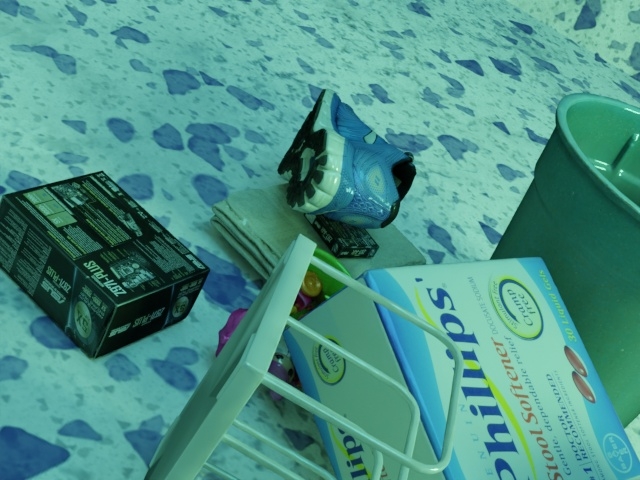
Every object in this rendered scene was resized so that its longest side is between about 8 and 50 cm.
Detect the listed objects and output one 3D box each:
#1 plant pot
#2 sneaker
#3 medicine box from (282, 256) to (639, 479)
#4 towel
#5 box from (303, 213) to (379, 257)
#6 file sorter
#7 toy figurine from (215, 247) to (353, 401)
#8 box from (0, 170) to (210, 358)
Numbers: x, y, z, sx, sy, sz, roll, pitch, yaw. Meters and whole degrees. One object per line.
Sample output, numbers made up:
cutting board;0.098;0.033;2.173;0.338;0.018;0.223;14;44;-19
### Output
plant pot;0.351;0.055;1.366;0.341;0.334;0.341;22;30;-13
sneaker;0.036;-0.091;1.423;0.147;0.130;0.330;27;20;-14
medicine box;0.146;0.169;1.129;0.289;0.149;0.264;-3;63;-44
towel;0.000;0.000;1.433;0.187;0.049;0.282;46;33;24
box;0.026;-0.013;1.406;0.067;0.018;0.083;-1;43;-44
file sorter;-0.032;0.181;0.916;0.173;0.278;0.193;32;30;-5
toy figurine;-0.037;0.114;1.200;0.159;0.130;0.173;-33;91;-42
box;-0.234;0.020;1.169;0.180;0.078;0.147;40;32;18
